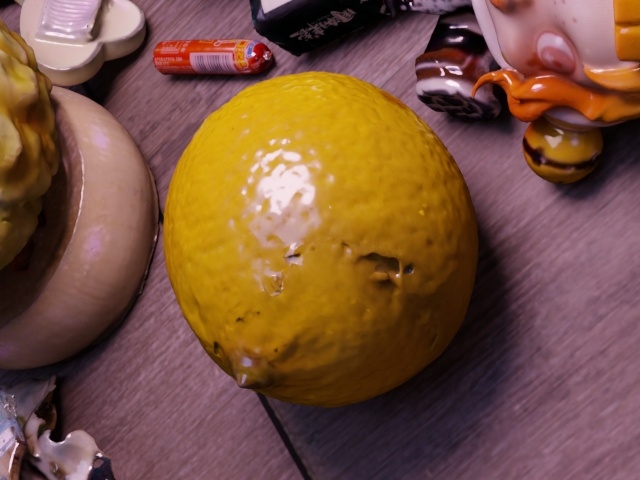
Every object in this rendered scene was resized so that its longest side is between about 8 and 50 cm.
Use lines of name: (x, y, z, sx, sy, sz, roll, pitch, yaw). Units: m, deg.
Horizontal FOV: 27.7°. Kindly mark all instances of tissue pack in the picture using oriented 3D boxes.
tissue pack: (0.027, -0.235, 1.091, 0.170, 0.090, 0.103, -20, 64, 30)

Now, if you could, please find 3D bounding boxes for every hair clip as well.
hair clip: (-0.245, -0.246, 1.262, 0.159, 0.071, 0.218, 6, 63, 2)

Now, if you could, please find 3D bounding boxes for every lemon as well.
lemon: (-0.002, -0.008, 0.952, 0.228, 0.228, 0.253, -25, 61, 26)

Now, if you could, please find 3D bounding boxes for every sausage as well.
sausage: (-0.095, -0.168, 1.186, 0.129, 0.034, 0.034, 4, 77, 36)

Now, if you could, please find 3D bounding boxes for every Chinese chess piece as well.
Chinese chess piece: (-0.279, -0.013, 1.213, 0.270, 0.112, 0.270, -11, 69, 30)

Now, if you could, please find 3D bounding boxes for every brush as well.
brush: (-0.253, 0.200, 1.049, 0.070, 0.021, 0.196, -44, 45, 6)

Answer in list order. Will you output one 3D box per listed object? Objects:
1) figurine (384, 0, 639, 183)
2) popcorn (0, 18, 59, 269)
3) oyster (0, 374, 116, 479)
figurine: (0.195, -0.194, 0.898, 0.323, 0.196, 0.320, 22, 130, 45)
popcorn: (-0.355, -0.067, 1.064, 0.279, 0.274, 0.335, -15, 74, -3)
oyster: (-0.245, 0.267, 1.100, 0.351, 0.115, 0.238, 36, 87, 32)
